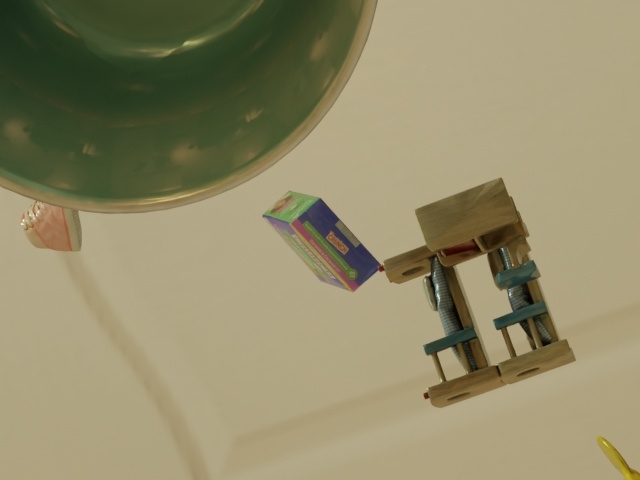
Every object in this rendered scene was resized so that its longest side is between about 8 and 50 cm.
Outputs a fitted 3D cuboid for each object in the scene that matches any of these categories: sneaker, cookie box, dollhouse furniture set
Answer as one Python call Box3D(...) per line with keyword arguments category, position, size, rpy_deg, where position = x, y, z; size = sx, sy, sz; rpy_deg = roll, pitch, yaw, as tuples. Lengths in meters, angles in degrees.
Box3D(category="sneaker", position=(-0.319, -0.037, 2.144), size=(0.134, 0.070, 0.051), rpy_deg=(90, -179, -46))
Box3D(category="cookie box", position=(0.000, 0.000, 1.726), size=(0.092, 0.040, 0.107), rpy_deg=(48, 170, -14))
Box3D(category="dollhouse furniture set", position=(0.120, 0.048, 1.500), size=(0.184, 0.129, 0.129), rpy_deg=(43, -153, -74))

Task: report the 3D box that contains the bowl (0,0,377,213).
Box3D(category="bowl", position=(-0.113, -0.188, 1.094), size=(0.163, 0.312, 0.311), rpy_deg=(-75, -34, -70))

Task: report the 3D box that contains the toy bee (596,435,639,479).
Box3D(category="toy bee", position=(0.336, 0.226, 1.713), size=(0.195, 0.298, 0.162), rpy_deg=(22, 176, 37))
